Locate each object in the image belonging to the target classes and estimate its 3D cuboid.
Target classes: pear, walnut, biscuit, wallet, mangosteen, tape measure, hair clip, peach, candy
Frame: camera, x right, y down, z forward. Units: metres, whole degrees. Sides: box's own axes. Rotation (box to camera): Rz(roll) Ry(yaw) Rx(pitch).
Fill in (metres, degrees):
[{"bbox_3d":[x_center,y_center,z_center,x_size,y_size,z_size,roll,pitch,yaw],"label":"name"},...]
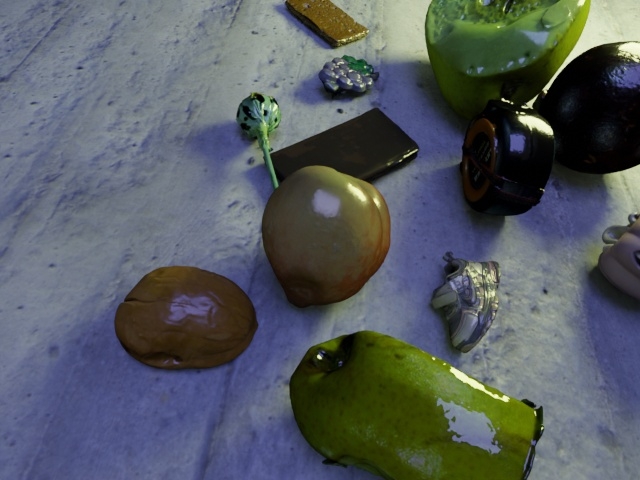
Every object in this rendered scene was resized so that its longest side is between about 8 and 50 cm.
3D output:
[{"bbox_3d":[0.410,-0.413,0.966,0.343,0.238,0.317,6,68,31],"label":"pear"},{"bbox_3d":[-0.197,0.098,0.620,0.212,0.087,0.167,5,53,-6],"label":"walnut"},{"bbox_3d":[0.015,-0.614,1.159,0.131,0.025,0.231,-31,66,-27],"label":"biscuit"},{"bbox_3d":[0.053,-0.176,0.868,0.310,0.042,0.165,-29,65,-25],"label":"wallet"},{"bbox_3d":[0.081,0.214,0.500,0.256,0.238,0.163,31,64,9],"label":"pear"},{"bbox_3d":[0.611,-0.284,0.910,0.289,0.288,0.287,4,57,-7],"label":"mangosteen"},{"bbox_3d":[0.355,-0.152,0.810,0.135,0.202,0.222,5,51,-3],"label":"tape measure"},{"bbox_3d":[0.071,-0.397,1.022,0.124,0.052,0.195,38,50,4],"label":"hair clip"},{"bbox_3d":[0.000,0.000,0.655,0.233,0.232,0.232,4,57,-7],"label":"peach"},{"bbox_3d":[-0.100,-0.184,0.798,0.091,0.083,0.305,-26,49,7],"label":"candy"}]

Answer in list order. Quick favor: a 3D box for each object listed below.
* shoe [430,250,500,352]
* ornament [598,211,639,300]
[{"bbox_3d":[0.235,0.092,0.695,0.092,0.089,0.180,25,54,6],"label":"shoe"},{"bbox_3d":[0.596,0.022,0.752,0.178,0.177,0.177,4,57,-7],"label":"ornament"}]
